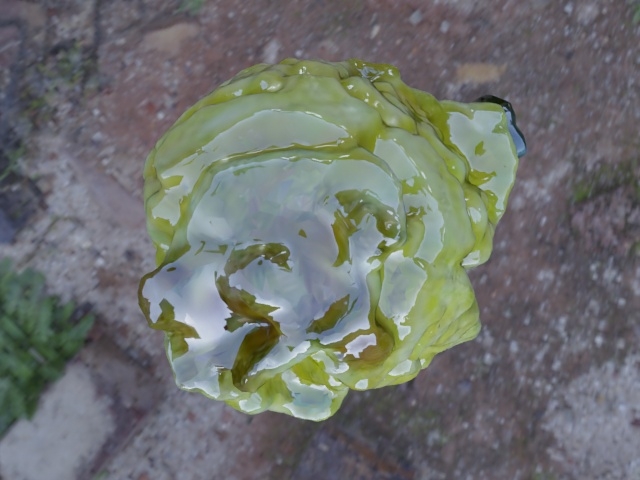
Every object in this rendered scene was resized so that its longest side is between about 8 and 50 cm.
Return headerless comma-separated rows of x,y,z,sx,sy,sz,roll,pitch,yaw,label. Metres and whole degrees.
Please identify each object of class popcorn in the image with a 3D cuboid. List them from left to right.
-0.002,0.002,1.006,0.293,0.237,0.293,1,109,2,popcorn
